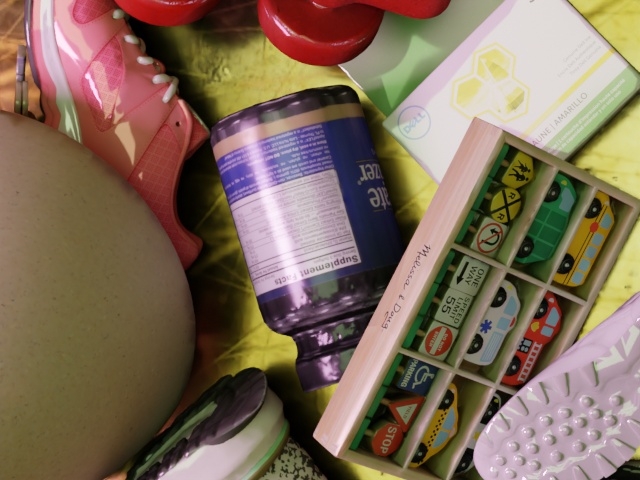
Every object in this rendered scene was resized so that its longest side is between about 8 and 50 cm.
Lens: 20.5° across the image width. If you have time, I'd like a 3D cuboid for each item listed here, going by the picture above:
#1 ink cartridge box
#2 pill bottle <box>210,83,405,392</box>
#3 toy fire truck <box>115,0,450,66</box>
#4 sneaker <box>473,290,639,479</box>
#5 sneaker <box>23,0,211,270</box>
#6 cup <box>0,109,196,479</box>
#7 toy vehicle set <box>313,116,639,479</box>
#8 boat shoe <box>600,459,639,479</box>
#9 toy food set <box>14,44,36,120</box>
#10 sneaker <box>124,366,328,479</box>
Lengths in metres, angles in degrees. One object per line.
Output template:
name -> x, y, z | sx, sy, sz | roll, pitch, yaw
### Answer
ink cartridge box -> 0.112, -0.146, 1.376 | 0.171, 0.056, 0.235 | -44, 82, 10
pill bottle -> 0.000, 0.000, 1.366 | 0.123, 0.123, 0.219 | -18, 86, 13
toy fire truck -> -0.029, -0.291, 1.341 | 0.302, 0.169, 0.254 | 15, 67, -3
sneaker -> 0.216, 0.106, 1.328 | 0.235, 0.095, 0.090 | -37, 98, 9
sneaker -> -0.157, -0.113, 1.426 | 0.136, 0.116, 0.314 | -3, 96, 3
cup -> -0.288, 0.095, 1.314 | 0.331, 0.237, 0.331 | 8, 118, 15
toy vehicle set -> 0.120, 0.058, 1.322 | 0.035, 0.166, 0.267 | 34, 100, 52
boat shoe -> 0.140, 0.267, 1.345 | 0.302, 0.091, 0.114 | -40, 81, 10
toy food set -> -0.239, -0.089, 1.430 | 0.019, 0.122, 0.078 | 3, 49, -11
sneaker -> -0.134, 0.297, 1.397 | 0.182, 0.158, 0.410 | 44, 105, -7
